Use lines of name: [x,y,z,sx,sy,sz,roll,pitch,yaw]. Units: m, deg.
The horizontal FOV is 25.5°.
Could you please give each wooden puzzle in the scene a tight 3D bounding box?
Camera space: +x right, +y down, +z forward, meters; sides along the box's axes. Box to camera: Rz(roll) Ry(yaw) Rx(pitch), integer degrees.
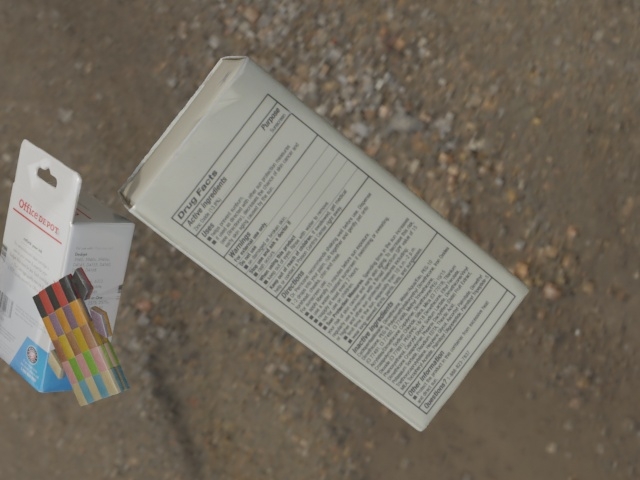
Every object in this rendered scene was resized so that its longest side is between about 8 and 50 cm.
wooden puzzle: [-0.094,0.039,0.555,0.083,0.006,0.049,-24,90,61]

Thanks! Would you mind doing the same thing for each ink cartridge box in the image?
ink cartridge box: [-0.207,0.019,1.135,0.104,0.060,0.180,30,112,46]

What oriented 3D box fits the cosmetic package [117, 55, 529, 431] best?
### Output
cosmetic package: [0.000,0.000,1.138,0.296,0.129,0.153,40,88,-16]
